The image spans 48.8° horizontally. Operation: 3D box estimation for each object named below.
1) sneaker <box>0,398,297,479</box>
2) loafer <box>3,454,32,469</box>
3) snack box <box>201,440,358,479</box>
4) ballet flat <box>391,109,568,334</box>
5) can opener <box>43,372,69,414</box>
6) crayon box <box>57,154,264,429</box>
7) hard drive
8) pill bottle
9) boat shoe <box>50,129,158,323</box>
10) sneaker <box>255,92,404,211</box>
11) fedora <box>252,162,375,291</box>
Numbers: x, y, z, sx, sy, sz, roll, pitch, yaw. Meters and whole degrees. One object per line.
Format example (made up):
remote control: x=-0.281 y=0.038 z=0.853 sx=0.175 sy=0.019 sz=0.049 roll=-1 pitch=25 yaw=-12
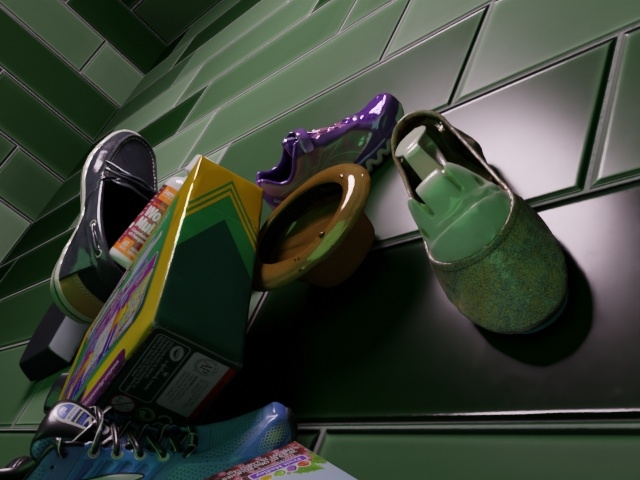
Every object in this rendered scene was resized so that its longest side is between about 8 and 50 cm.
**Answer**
sneaker: x=-0.180 y=0.205 z=0.619 sx=0.330 sy=0.147 sz=0.130 roll=-19 pitch=5 yaw=-6
loafer: x=-0.377 y=0.350 z=0.797 sx=0.078 sy=0.076 sz=0.223 roll=-23 pitch=38 yaw=23
snack box: x=-0.059 y=0.223 z=0.473 sx=0.207 sy=0.070 sz=0.174 roll=-15 pitch=10 yaw=-28
ballet flat: x=0.119 y=-0.035 z=0.644 sx=0.107 sy=0.106 sz=0.316 roll=-41 pitch=26 yaw=14
can opener: x=-0.374 y=0.283 z=1.030 sx=0.073 sy=0.059 sz=0.186 roll=-5 pitch=53 yaw=19
crayon box: x=-0.207 y=0.125 z=0.844 sx=0.363 sy=0.106 sz=0.313 roll=-50 pitch=21 yaw=29
hard drive: x=-0.498 y=0.148 z=1.409 sx=0.172 sy=0.054 sz=0.254 roll=-26 pitch=33 yaw=38
pill bottle: x=-0.234 y=-0.027 z=1.167 sx=0.221 sy=0.121 sz=0.121 roll=-53 pitch=26 yaw=-11
boat shoe: x=-0.383 y=-0.058 z=1.387 sx=0.156 sy=0.187 sz=0.500 roll=-29 pitch=36 yaw=24
sneaker: x=0.006 y=-0.117 z=0.942 sx=0.236 sy=0.104 sz=0.095 roll=-44 pitch=24 yaw=6
fedora: x=0.000 y=0.000 z=0.810 sx=0.194 sy=0.079 sz=0.194 roll=-37 pitch=27 yaw=23
